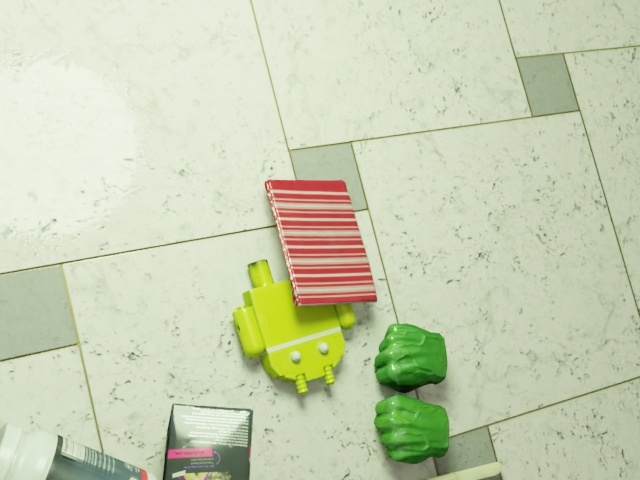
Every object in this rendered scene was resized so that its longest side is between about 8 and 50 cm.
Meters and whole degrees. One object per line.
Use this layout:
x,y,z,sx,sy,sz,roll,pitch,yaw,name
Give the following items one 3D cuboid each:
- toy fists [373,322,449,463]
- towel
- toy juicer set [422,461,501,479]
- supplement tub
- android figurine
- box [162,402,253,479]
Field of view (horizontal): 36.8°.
0.172,0.303,1.919,0.142,0.096,0.279,12,71,-33,toy fists
0.000,0.000,1.905,0.199,0.031,0.275,-1,67,-34,towel
0.265,0.591,1.905,0.209,0.089,0.329,10,52,-10,toy juicer set
-0.415,0.422,1.550,0.272,0.191,0.191,27,67,-18,supplement tub
-0.048,0.160,1.870,0.248,0.056,0.273,-12,81,-28,android figurine
-0.197,0.431,1.620,0.143,0.165,0.270,7,59,-9,box
